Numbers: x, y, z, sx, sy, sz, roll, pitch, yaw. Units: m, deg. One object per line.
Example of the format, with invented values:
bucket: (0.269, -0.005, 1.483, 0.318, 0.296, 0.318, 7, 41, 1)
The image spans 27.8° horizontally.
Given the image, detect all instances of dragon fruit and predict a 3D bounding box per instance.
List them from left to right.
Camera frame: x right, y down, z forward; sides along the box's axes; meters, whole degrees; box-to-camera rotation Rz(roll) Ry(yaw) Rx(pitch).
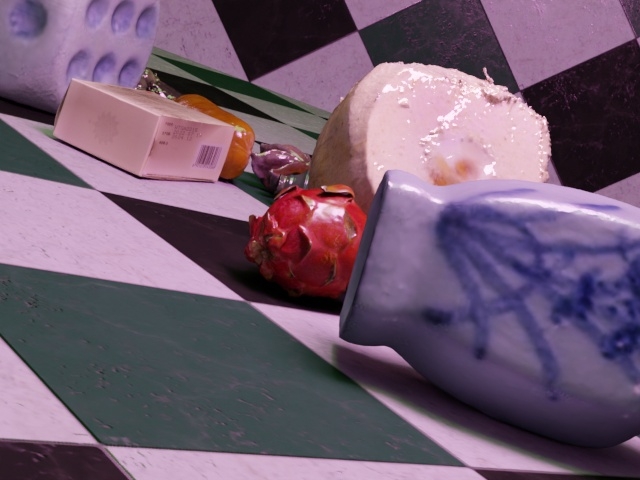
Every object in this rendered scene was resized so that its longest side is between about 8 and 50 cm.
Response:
dragon fruit: (0.000, 0.000, 1.433, 0.166, 0.133, 0.136, 15, 5, -20)

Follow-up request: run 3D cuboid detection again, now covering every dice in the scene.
dice: (-0.436, -0.356, 2.075, 0.263, 0.264, 0.268, 25, 10, 22)

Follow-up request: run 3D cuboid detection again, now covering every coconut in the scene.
coconut: (0.127, -0.071, 1.634, 0.297, 0.297, 0.254, 19, -18, -9)

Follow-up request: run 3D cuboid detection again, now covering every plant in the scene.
plant: (-0.294, -0.240, 2.252, 0.143, 0.094, 0.092, 31, 24, -3)

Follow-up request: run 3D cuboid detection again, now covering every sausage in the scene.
sausage: (-0.180, -0.171, 2.058, 0.109, 0.108, 0.270, 15, 11, -28)

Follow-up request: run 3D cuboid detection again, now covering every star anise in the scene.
star anise: (-0.021, -0.099, 2.065, 0.212, 0.073, 0.197, 21, 13, -14)

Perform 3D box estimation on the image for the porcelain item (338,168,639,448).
porcelain item: (0.232, 0.067, 1.243, 0.405, 0.242, 0.178, 17, -8, -4)

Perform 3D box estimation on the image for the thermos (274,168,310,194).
thermos: (0.025, -0.059, 1.931, 0.188, 0.083, 0.073, 18, 53, -6)

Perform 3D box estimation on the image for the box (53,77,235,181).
box: (-0.253, -0.158, 1.870, 0.168, 0.095, 0.212, 26, 11, 23)
